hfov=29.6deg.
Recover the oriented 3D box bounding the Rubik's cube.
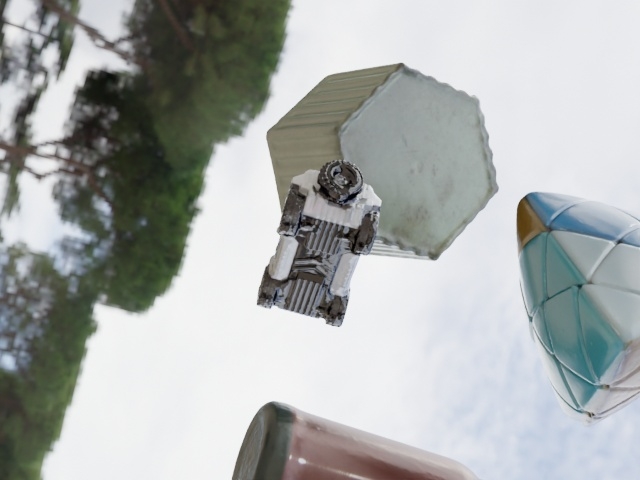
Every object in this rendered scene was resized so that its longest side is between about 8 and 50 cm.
[{"bbox_3d":[0.267,0.049,1.195,0.254,0.254,0.255,-36,-134,49],"label":"Rubik's cube"}]

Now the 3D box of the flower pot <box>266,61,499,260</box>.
[{"bbox_3d":[0.073,-0.093,1.467,0.189,0.239,0.209,5,-104,63],"label":"flower pot"}]

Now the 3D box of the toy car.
[{"bbox_3d":[0.000,0.000,1.031,0.171,0.080,0.070,108,-5,-47],"label":"toy car"}]

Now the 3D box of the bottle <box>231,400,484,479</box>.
[{"bbox_3d":[0.074,0.294,1.339,0.144,0.336,0.144,-160,-90,-79],"label":"bottle"}]
